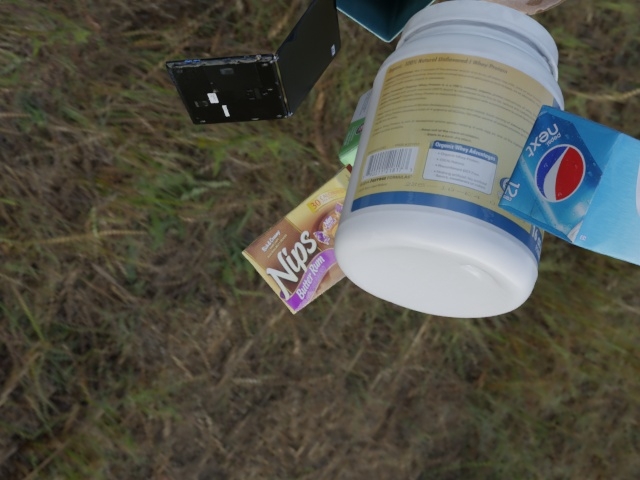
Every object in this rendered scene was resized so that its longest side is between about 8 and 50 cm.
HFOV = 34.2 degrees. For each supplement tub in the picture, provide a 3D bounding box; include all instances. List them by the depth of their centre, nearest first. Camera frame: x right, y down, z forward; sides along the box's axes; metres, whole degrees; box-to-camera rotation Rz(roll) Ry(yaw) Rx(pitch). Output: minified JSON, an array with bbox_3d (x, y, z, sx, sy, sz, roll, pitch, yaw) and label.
[{"bbox_3d":[0.099,-0.059,0.762,0.144,0.144,0.199,41,56,-46],"label":"supplement tub"}]

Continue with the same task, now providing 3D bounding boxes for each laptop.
[{"bbox_3d":[-0.100,-0.301,1.702,0.234,0.264,0.136,75,12,-72],"label":"laptop"}]

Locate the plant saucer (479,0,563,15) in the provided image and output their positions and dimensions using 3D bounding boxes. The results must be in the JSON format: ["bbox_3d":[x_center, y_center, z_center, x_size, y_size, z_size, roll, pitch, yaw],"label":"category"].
[{"bbox_3d":[0.222,-0.357,1.194,0.198,0.199,0.036,-54,174,-8],"label":"plant saucer"}]

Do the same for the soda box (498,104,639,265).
[{"bbox_3d":[0.217,-0.021,0.677,0.210,0.067,0.071,14,102,-39],"label":"soda box"}]

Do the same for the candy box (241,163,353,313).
[{"bbox_3d":[0.000,0.000,1.319,0.109,0.187,0.053,50,33,-4],"label":"candy box"}]

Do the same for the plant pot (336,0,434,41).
[{"bbox_3d":[0.131,-0.536,1.961,0.165,0.166,0.234,31,50,-19],"label":"plant pot"}]

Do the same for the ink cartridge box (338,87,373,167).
[{"bbox_3d":[0.181,-0.208,1.590,0.117,0.278,0.201,46,33,-19],"label":"ink cartridge box"}]
